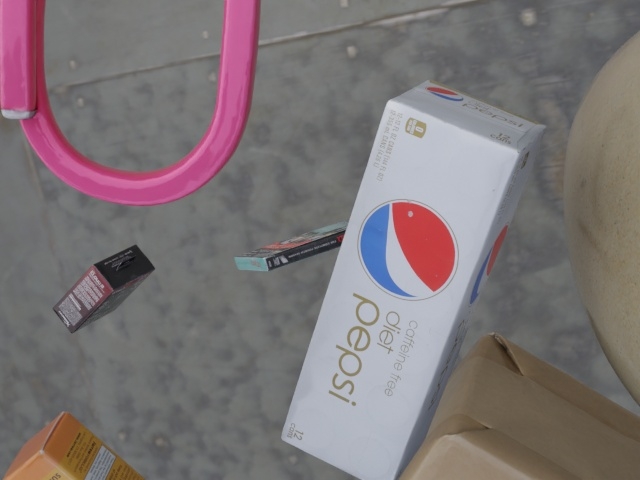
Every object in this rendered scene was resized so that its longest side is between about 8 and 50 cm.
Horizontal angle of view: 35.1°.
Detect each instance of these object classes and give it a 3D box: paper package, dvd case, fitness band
[{"bbox_3d":[0.180,0.299,0.873,0.309,0.168,0.325,30,119,6],"label":"paper package"},{"bbox_3d":[0.000,0.000,0.781,0.087,0.119,0.013,-3,106,70],"label":"dvd case"},{"bbox_3d":[-0.155,-0.171,0.834,0.209,0.054,0.291,6,106,1],"label":"fitness band"}]

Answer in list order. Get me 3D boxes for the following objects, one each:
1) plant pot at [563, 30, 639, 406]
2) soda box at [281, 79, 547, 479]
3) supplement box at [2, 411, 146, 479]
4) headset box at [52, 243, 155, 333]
[{"bbox_3d":[0.262,0.026,0.536,0.284,0.191,0.284,12,135,13],"label":"plant pot"},{"bbox_3d":[0.049,0.026,0.559,0.074,0.069,0.216,24,116,16],"label":"soda box"},{"bbox_3d":[-0.231,0.301,1.118,0.078,0.080,0.233,-39,107,22],"label":"supplement box"},{"bbox_3d":[-0.194,0.041,0.917,0.032,0.062,0.083,50,124,5],"label":"headset box"}]
